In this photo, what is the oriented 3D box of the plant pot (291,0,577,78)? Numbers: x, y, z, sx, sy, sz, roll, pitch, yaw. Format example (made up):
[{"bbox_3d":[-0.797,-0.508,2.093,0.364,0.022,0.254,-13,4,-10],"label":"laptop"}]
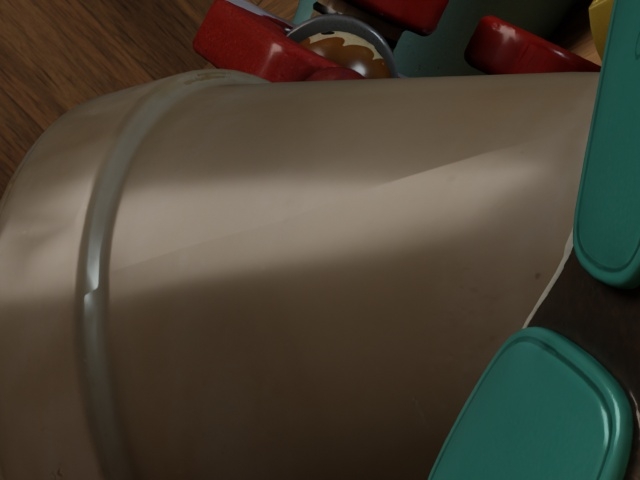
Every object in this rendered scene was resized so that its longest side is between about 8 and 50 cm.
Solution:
[{"bbox_3d":[0.105,-0.246,1.606,0.255,0.272,0.271,-59,14,-1],"label":"plant pot"}]

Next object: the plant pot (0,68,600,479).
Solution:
[{"bbox_3d":[0.047,0.046,0.837,0.280,0.323,0.323,-15,27,32],"label":"plant pot"}]

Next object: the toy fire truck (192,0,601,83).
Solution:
[{"bbox_3d":[0.063,-0.075,1.109,0.169,0.302,0.254,-63,7,8],"label":"toy fire truck"}]

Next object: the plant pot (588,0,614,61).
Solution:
[{"bbox_3d":[0.245,-0.161,1.270,0.081,0.083,0.081,-23,25,54],"label":"plant pot"}]

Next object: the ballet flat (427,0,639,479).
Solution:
[{"bbox_3d":[0.136,0.040,0.631,0.139,0.139,0.400,-106,33,-75],"label":"ballet flat"}]
